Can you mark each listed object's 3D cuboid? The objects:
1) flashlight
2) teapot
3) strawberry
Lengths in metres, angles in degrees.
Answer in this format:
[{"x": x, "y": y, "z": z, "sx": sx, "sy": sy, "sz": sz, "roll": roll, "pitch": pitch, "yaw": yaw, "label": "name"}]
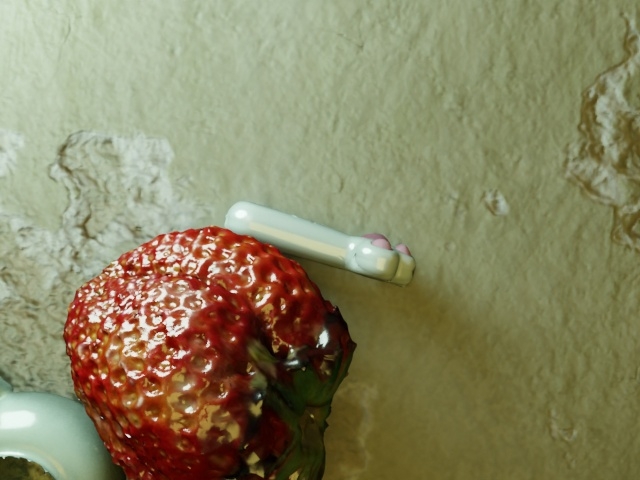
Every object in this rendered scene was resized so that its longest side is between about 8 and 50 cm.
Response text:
[{"x": 0.000, "y": 0.000, "z": 0.991, "sx": 0.200, "sy": 0.093, "sz": 0.047, "roll": 17, "pitch": 92, "yaw": 4, "label": "flashlight"}, {"x": -0.293, "y": 0.250, "z": 0.971, "sx": 0.193, "sy": 0.129, "sz": 0.294, "roll": -21, "pitch": 94, "yaw": 0, "label": "teapot"}, {"x": -0.120, "y": 0.126, "z": 0.934, "sx": 0.288, "sy": 0.250, "sz": 0.238, "roll": 18, "pitch": 128, "yaw": 18, "label": "strawberry"}]
